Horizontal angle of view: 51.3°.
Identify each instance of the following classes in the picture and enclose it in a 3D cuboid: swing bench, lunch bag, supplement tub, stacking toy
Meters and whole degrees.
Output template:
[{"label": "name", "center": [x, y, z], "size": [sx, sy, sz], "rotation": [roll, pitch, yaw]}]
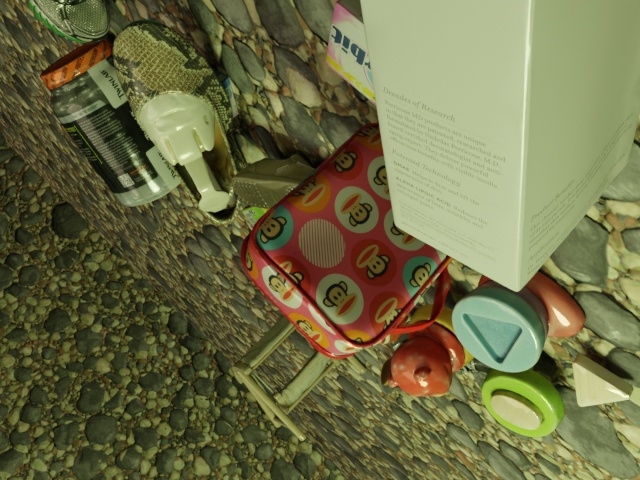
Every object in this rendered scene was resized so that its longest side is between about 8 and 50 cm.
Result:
[{"label": "swing bench", "center": [-0.067, 0.318, 1.704], "size": [0.255, 0.253, 0.165], "rotation": [54, 157, -16]}, {"label": "lunch bag", "center": [0.068, 0.009, 0.902], "size": [0.258, 0.293, 0.120], "rotation": [46, 153, 3]}, {"label": "supplement tub", "center": [-0.448, -0.261, 1.480], "size": [0.207, 0.207, 0.338], "rotation": [16, 143, 51]}, {"label": "stacking toy", "center": [0.261, 0.200, 0.985], "size": [0.279, 0.130, 0.309], "rotation": [46, 143, 4]}]

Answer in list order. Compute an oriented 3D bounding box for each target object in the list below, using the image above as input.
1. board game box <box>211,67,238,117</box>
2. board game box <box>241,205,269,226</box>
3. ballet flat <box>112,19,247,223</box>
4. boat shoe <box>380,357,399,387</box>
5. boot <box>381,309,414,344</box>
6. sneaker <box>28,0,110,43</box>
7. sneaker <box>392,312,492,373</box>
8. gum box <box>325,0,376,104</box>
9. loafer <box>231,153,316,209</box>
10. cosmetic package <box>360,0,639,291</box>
[{"label": "board game box", "center": [-0.197, -0.282, 1.240], "size": [0.090, 0.020, 0.090], "rotation": [34, 157, 27]}, {"label": "board game box", "center": [-0.070, 0.020, 1.500], "size": [0.259, 0.039, 0.124], "rotation": [55, 157, -12]}, {"label": "ballet flat", "center": [-0.225, -0.173, 1.207], "size": [0.483, 0.164, 0.182], "rotation": [72, -174, -63]}, {"label": "boat shoe", "center": [0.187, 0.273, 1.432], "size": [0.073, 0.073, 0.207], "rotation": [8, 160, -5]}, {"label": "boot", "center": [0.133, 0.179, 1.339], "size": [0.059, 0.084, 0.158], "rotation": [38, 158, 16]}, {"label": "sneaker", "center": [-0.504, -0.525, 1.236], "size": [0.146, 0.134, 0.344], "rotation": [17, 143, 50]}, {"label": "sneaker", "center": [0.224, 0.221, 1.182], "size": [0.228, 0.132, 0.086], "rotation": [24, 149, 44]}, {"label": "gum box", "center": [0.090, -0.211, 0.789], "size": [0.188, 0.062, 0.107], "rotation": [42, 157, 12]}, {"label": "loafer", "center": [-0.033, -0.100, 1.168], "size": [0.268, 0.092, 0.102], "rotation": [14, 148, 27]}, {"label": "cosmetic package", "center": [0.161, -0.167, 0.543], "size": [0.156, 0.217, 0.385], "rotation": [30, 151, 35]}]
